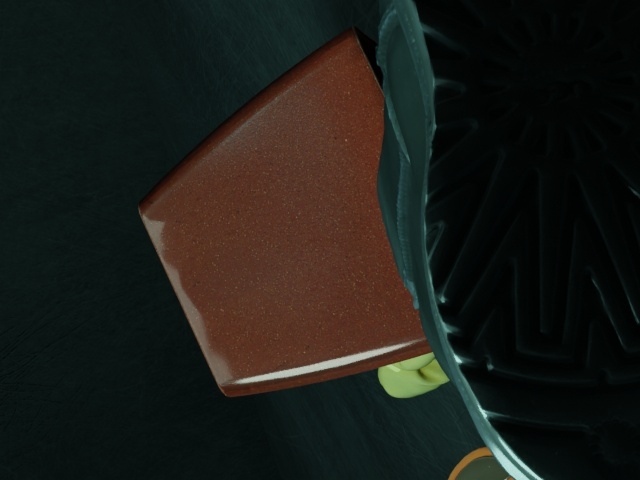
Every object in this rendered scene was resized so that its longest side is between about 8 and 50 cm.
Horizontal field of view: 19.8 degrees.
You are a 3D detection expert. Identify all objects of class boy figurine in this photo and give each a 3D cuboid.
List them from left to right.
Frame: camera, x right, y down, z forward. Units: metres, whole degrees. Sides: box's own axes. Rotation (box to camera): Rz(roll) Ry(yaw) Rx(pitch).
[{"bbox_3d":[0.087,0.064,1.905,0.177,0.092,0.285,53,165,51],"label":"boy figurine"}]

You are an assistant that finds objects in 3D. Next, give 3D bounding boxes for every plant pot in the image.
[{"bbox_3d":[0.000,0.000,1.574,0.267,0.236,0.267,66,-171,5],"label":"plant pot"}]

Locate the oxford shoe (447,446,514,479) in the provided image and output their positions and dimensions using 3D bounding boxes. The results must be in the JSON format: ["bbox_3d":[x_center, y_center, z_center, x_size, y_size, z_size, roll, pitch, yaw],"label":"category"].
[{"bbox_3d":[0.262,0.318,1.601,0.133,0.130,0.363,26,-161,-50],"label":"oxford shoe"}]

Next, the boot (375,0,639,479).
[{"bbox_3d":[0.107,0.020,1.019,0.445,0.146,0.367,91,172,-67],"label":"boot"}]
